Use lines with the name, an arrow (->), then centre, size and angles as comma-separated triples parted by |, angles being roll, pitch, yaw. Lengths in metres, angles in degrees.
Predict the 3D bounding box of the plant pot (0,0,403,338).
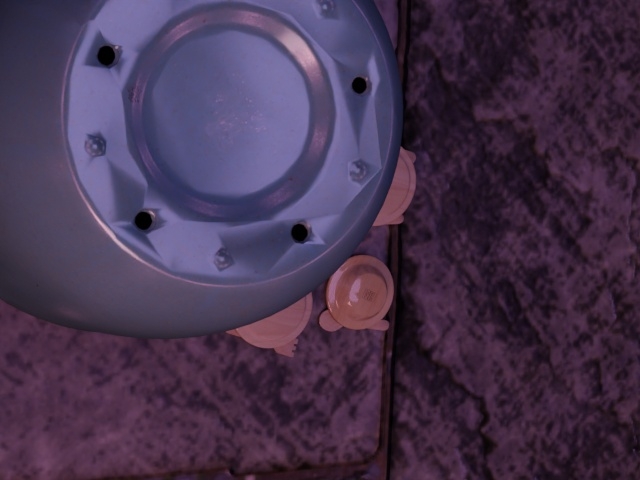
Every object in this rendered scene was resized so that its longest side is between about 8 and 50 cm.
plant pot -> -0.086, -0.076, 0.849 | 0.293, 0.235, 0.293 | -2, 95, -21

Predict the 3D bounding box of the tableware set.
tableware set -> 0.000, 0.000, 1.033 | 0.141, 0.020, 0.168 | 2, 96, -26
